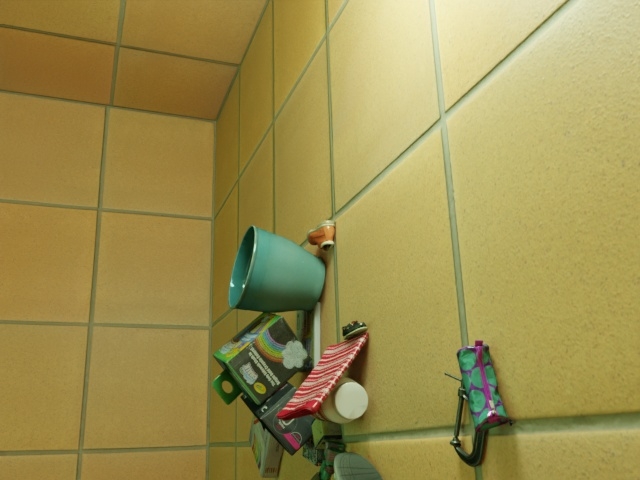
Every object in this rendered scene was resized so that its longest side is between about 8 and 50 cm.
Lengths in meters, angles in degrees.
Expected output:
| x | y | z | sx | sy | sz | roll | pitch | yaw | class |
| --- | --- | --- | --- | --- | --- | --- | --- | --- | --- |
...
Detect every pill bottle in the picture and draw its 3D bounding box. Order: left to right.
| x | y | z | sx | sy | sz | roll | pitch | yaw | class |
| --- | --- | --- | --- | --- | --- | --- | --- | --- | --- |
| 0.043 | 0.426 | 1.734 | 0.216 | 0.121 | 0.121 | 149 | 123 | -67 | pill bottle |

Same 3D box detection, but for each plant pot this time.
| x | y | z | sx | sy | sz | roll | pitch | yaw | class |
| --- | --- | --- | --- | --- | --- | --- | --- | --- | --- |
| -0.133 | 0.113 | 2.071 | 0.272 | 0.256 | 0.271 | -165 | 90 | -72 | plant pot |

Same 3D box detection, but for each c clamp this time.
| x | y | z | sx | sy | sz | roll | pitch | yaw | class |
| --- | --- | --- | --- | --- | --- | --- | --- | --- | --- |
| 0.279 | 0.345 | 1.248 | 0.137 | 0.022 | 0.160 | 179 | 97 | -65 | c clamp |

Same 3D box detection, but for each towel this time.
| x | y | z | sx | sy | sz | roll | pitch | yaw | class |
| --- | --- | --- | --- | --- | --- | --- | --- | --- | --- |
| 0.006 | 0.359 | 1.709 | 0.275 | 0.031 | 0.199 | -49 | 9 | -35 | towel |

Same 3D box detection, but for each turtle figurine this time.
| x | y | z | sx | sy | sz | roll | pitch | yaw | class |
| --- | --- | --- | --- | --- | --- | --- | --- | --- | --- |
| 0.020 | 0.675 | 1.765 | 0.175 | 0.118 | 0.234 | -176 | 96 | -71 | turtle figurine |

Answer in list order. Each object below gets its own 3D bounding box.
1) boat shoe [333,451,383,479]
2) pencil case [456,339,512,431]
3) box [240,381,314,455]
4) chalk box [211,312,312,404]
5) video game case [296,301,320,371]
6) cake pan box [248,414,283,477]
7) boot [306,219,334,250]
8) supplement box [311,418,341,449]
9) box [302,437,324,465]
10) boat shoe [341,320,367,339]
| x | y | z | sx | sy | sz | roll | pitch | yaw | class |
| --- | --- | --- | --- | --- | --- | --- | --- | --- | --- |
| 0.104 | 0.638 | 1.527 | 0.320 | 0.118 | 0.103 | 54 | 132 | 52 | boat shoe |
| 0.291 | 0.262 | 1.163 | 0.070 | 0.065 | 0.151 | 96 | 168 | -57 | pencil case |
| -0.126 | 0.537 | 2.051 | 0.165 | 0.143 | 0.270 | 53 | 165 | -12 | box |
| -0.208 | 0.384 | 2.030 | 0.180 | 0.289 | 0.179 | 56 | 162 | -12 | chalk box |
| -0.041 | 0.322 | 2.141 | 0.193 | 0.023 | 0.212 | 143 | 130 | -65 | video game case |
| -0.196 | 0.703 | 2.422 | 0.246 | 0.070 | 0.266 | -133 | 51 | -62 | cake pan box |
| 0.000 | 0.000 | 2.056 | 0.158 | 0.059 | 0.084 | 141 | 126 | -62 | boot |
| 0.016 | 0.549 | 1.875 | 0.083 | 0.056 | 0.083 | 115 | 152 | -45 | supplement box |
| -0.021 | 0.634 | 2.003 | 0.137 | 0.027 | 0.093 | 164 | 110 | -69 | box |
| 0.089 | 0.238 | 1.755 | 0.133 | 0.049 | 0.041 | 133 | 130 | -67 | boat shoe |
